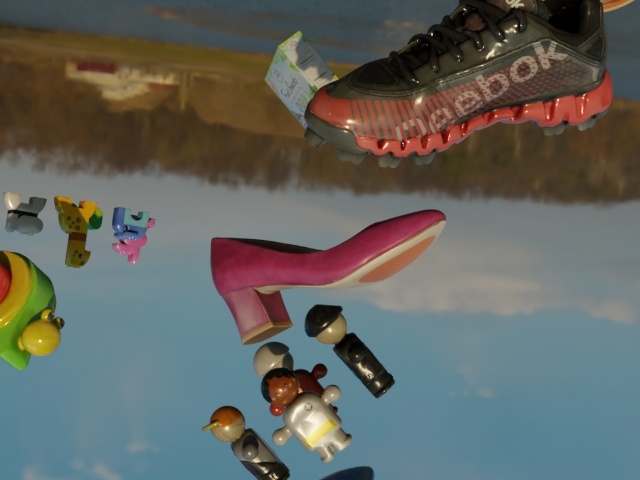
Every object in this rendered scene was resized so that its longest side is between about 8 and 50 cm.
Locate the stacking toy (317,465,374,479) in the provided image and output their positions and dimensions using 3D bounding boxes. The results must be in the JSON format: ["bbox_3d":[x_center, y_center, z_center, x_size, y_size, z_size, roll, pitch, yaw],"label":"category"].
[{"bbox_3d":[0.068,0.463,1.408,0.175,0.302,0.166,-34,-175,13],"label":"stacking toy"}]

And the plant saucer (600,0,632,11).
[{"bbox_3d":[0.315,-0.367,1.258,0.200,0.200,0.037,7,-161,8],"label":"plant saucer"}]

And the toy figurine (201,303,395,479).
[{"bbox_3d":[-0.032,0.205,1.432,0.213,0.148,0.209,-36,-173,45],"label":"toy figurine"}]

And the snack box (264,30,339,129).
[{"bbox_3d":[-0.018,-0.190,1.328,0.037,0.100,0.141,-38,179,-13],"label":"snack box"}]

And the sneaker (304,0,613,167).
[{"bbox_3d":[0.115,-0.143,0.865,0.276,0.135,0.097,-13,-140,-16],"label":"sneaker"}]

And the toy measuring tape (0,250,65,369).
[{"bbox_3d":[-0.411,0.051,1.261,0.330,0.121,0.121,21,-165,33],"label":"toy measuring tape"}]

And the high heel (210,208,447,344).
[{"bbox_3d":[0.000,0.000,1.022,0.244,0.117,0.082,-31,161,28],"label":"high heel"}]

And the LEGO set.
[{"bbox_3d":[-0.327,-0.005,1.508,0.227,0.093,0.087,11,172,-35],"label":"LEGO set"}]
